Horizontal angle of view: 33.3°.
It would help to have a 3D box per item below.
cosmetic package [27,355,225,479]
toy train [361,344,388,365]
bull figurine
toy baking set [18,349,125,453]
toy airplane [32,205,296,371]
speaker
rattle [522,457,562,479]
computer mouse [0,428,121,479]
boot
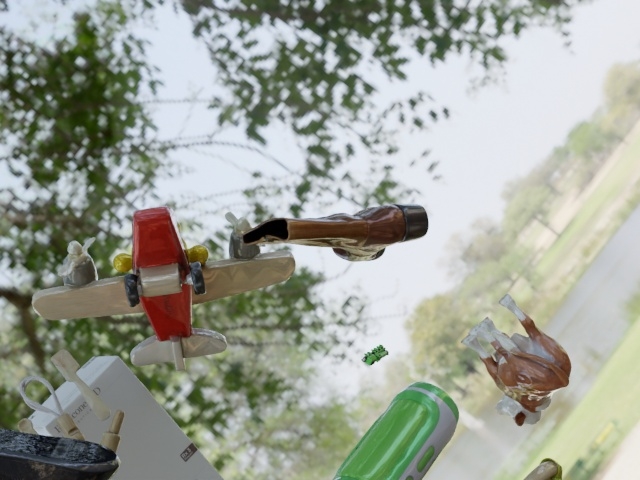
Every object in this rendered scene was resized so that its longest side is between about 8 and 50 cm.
[{"bbox_3d":[-0.401,0.446,2.222,0.217,0.385,0.156,-48,21,-27],"label":"cosmetic package"},{"bbox_3d":[0.095,0.197,1.841,0.083,0.024,0.017,-17,-45,-63],"label":"toy train"},{"bbox_3d":[0.325,0.206,1.767,0.101,0.188,0.310,-41,-11,-17],"label":"bull figurine"},{"bbox_3d":[-0.417,0.312,1.732,0.030,0.197,0.256,86,-156,-73],"label":"toy baking set"},{"bbox_3d":[-0.296,0.072,2.058,0.384,0.272,0.386,-36,-38,31],"label":"toy airplane"},{"bbox_3d":[0.120,0.377,1.830,0.296,0.131,0.131,-46,-11,-37],"label":"speaker"},{"bbox_3d":[0.360,0.473,1.799,0.200,0.143,0.130,-34,-15,-30],"label":"rattle"},{"bbox_3d":[-0.426,0.321,1.541,0.188,0.272,0.072,-89,10,-85],"label":"computer mouse"},{"bbox_3d":[0.000,0.000,1.802,0.280,0.096,0.264,-6,1,-29],"label":"boot"}]
